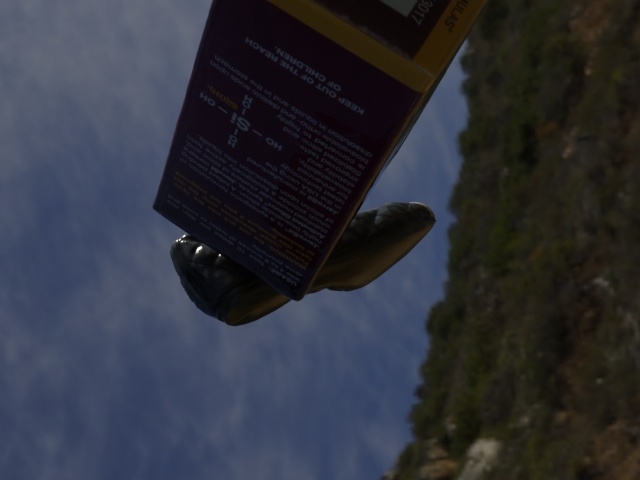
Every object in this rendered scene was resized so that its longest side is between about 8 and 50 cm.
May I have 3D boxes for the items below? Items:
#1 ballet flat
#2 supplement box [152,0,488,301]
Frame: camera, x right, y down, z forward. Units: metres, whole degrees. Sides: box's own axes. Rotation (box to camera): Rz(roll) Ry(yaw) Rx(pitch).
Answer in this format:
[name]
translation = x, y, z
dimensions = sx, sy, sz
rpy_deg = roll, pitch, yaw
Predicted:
[ballet flat]
translation = 0.000, 0.000, 0.652
dimensions = 0.173, 0.057, 0.049
rpy_deg = -14, -121, -48
[supplement box]
translation = 0.004, -0.069, 0.513
dimensions = 0.080, 0.188, 0.104
rpy_deg = 32, -120, 1
